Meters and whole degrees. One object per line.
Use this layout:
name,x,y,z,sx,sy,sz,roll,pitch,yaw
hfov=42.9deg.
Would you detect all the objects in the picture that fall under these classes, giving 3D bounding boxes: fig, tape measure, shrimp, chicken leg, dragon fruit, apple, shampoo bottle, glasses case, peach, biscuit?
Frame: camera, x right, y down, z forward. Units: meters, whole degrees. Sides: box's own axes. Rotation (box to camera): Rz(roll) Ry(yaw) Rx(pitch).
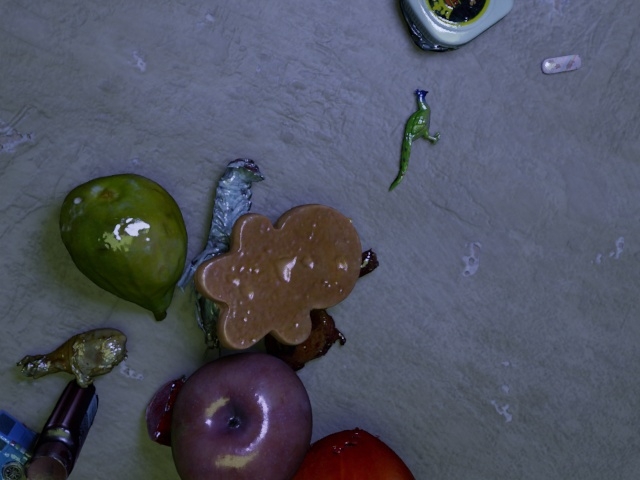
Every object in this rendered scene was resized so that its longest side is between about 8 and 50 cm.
fig,-0.359,0.004,1.606,0.233,0.233,0.314,-40,146,2
tape measure,0.239,-0.495,1.600,0.207,0.115,0.235,-35,94,0
shrimp,-0.181,0.044,1.637,0.221,0.166,0.410,5,86,-29
chicken leg,-0.005,0.145,1.715,0.177,0.083,0.322,19,100,-19
dragon fruit,-0.312,0.364,1.717,0.102,0.096,0.147,37,64,-23
apple,-0.159,0.361,1.597,0.306,0.235,0.305,-3,67,7
shampoo bottle,-0.496,0.378,1.571,0.084,0.323,0.129,13,100,-8
glasses case,0.502,-0.367,1.696,0.083,0.021,0.032,-9,104,-5
peach,0.051,0.571,1.660,0.370,0.370,0.370,-1,101,-6
chicken leg,-0.501,0.246,1.666,0.228,0.088,0.103,-20,115,-6
biscuit,-0.071,0.061,1.574,0.355,0.052,0.275,-32,106,-29

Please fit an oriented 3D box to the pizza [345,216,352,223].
pizza,0.000,0.000,1.682,0.160,0.036,0.099,-17,65,-8

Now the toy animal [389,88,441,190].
toy animal,0.205,-0.200,1.686,0.075,0.041,0.216,12,103,-7

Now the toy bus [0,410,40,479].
toy bus,-0.696,0.480,1.676,0.133,0.116,0.234,40,92,-12
